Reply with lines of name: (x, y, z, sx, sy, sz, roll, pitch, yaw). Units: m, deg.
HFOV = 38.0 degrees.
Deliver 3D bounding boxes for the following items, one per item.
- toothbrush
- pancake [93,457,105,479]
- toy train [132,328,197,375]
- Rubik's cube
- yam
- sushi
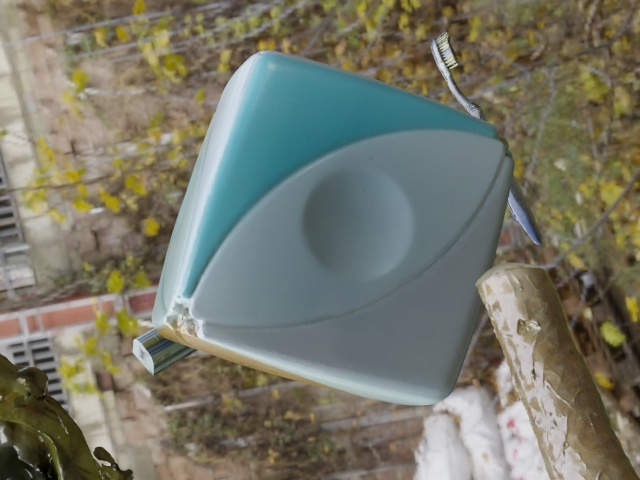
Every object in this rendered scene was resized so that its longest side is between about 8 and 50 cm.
toothbrush: (0.273, -0.173, 1.539, 0.035, 0.042, 0.413, 4, -122, -50)
pancake: (-0.309, 0.285, 1.049, 0.025, 0.151, 0.152, -96, -7, -67)
toy train: (-0.154, 0.107, 1.349, 0.055, 0.252, 0.048, 38, 141, 29)
Rubik's cube: (0.000, 0.000, 1.161, 0.347, 0.352, 0.352, 155, 134, -75)
yam: (0.190, 0.147, 0.689, 0.066, 0.066, 0.300, 70, -179, -61)
sushi: (-0.288, 0.149, 0.752, 0.131, 0.291, 0.139, -54, 0, -34)
